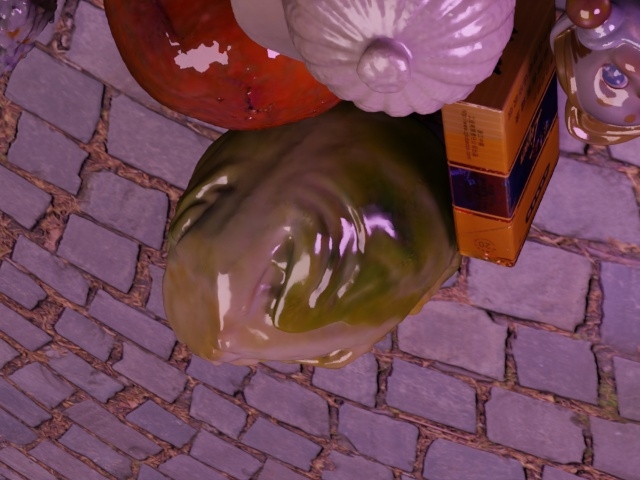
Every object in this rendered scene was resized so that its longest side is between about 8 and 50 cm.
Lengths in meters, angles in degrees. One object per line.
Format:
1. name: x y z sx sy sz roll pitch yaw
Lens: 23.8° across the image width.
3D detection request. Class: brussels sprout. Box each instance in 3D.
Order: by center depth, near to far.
1. brussels sprout: 0.000 0.000 1.593 0.344 0.344 0.268 45 167 -28

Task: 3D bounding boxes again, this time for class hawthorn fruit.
1. hawthorn fruit: -0.079 -0.225 1.409 0.276 0.276 0.307 31 163 -8

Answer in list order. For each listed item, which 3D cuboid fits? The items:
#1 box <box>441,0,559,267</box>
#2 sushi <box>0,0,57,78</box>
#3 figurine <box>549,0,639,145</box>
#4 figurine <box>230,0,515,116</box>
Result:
1. box: 0.178 -0.106 1.473 0.070 0.152 0.237 13 146 21
2. sushi: -0.402 -0.337 1.473 0.417 0.176 0.417 16 128 21
3. figurine: 0.299 -0.195 1.290 0.194 0.133 0.274 12 140 -9
4. figurine: 0.091 -0.245 1.154 0.185 0.332 0.204 46 159 -27
